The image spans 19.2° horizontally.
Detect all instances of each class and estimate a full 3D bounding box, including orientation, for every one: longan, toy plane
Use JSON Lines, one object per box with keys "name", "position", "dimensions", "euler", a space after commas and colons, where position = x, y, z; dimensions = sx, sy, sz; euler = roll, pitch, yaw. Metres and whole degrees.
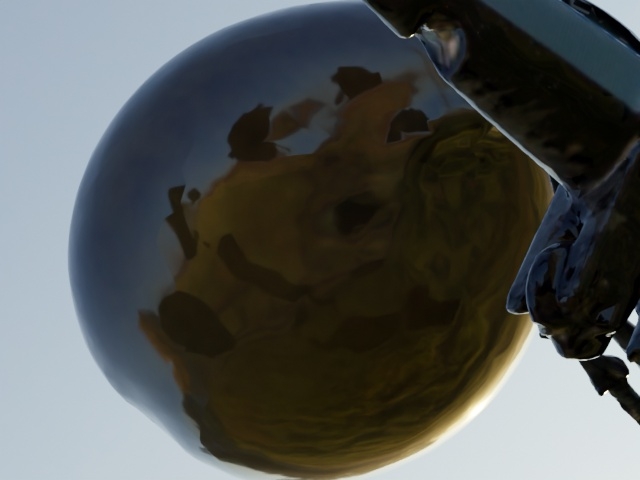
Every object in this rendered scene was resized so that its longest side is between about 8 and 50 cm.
{"name": "longan", "position": [0.000, 0.000, 1.199], "dimensions": [0.319, 0.319, 0.319], "euler": [-25, -42, -24]}
{"name": "toy plane", "position": [0.092, 0.015, 0.384], "dimensions": [0.246, 0.169, 0.078], "euler": [29, -114, -28]}
